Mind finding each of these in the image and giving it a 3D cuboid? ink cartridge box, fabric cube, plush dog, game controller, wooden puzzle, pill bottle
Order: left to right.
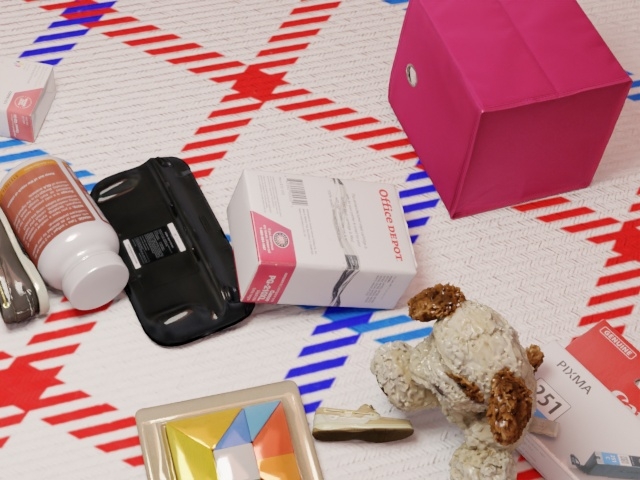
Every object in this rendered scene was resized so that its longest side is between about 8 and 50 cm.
[{"bbox_3d":[-0.529,-0.234,1.923,0.198,0.067,0.115,11,52,2],"label":"ink cartridge box"},{"bbox_3d":[-0.362,-0.009,1.733,0.121,0.121,0.216,-25,59,-23],"label":"pill bottle"},{"bbox_3d":[-0.221,0.009,1.784,0.166,0.067,0.319,-26,58,-7],"label":"game controller"},{"bbox_3d":[-0.111,0.292,1.574,0.221,0.044,0.238,-10,54,-12],"label":"wooden puzzle"},{"bbox_3d":[0.000,0.000,1.750,0.237,0.100,0.172,5,51,-21],"label":"ink cartridge box"},{"bbox_3d":[0.201,0.166,1.528,0.211,0.225,0.262,-33,63,-10],"label":"plush dog"},{"bbox_3d":[0.281,-0.228,1.896,0.259,0.254,0.258,-13,56,-17],"label":"fabric cube"},{"bbox_3d":[0.409,0.250,1.655,0.261,0.066,0.296,-32,62,-26],"label":"ink cartridge box"}]

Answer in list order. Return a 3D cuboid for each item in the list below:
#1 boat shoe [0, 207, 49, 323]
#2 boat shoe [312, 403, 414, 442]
[{"bbox_3d":[-0.461,0.019,1.724,0.069,0.081,0.227,-23,61,-27],"label":"boat shoe"},{"bbox_3d":[0.057,0.240,1.631,0.135,0.050,0.045,2,57,-5],"label":"boat shoe"}]
